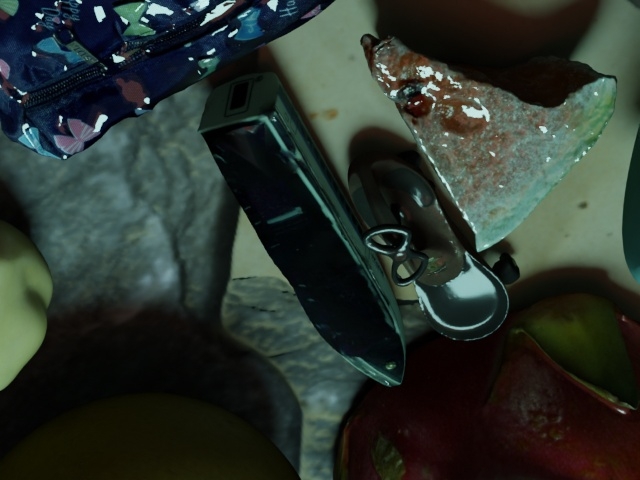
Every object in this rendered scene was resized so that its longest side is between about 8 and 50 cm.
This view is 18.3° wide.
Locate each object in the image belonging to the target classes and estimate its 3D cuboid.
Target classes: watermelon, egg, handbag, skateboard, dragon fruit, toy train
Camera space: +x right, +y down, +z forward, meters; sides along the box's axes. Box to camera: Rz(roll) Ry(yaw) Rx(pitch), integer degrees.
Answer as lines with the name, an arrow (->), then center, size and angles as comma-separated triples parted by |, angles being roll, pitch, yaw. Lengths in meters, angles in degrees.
watermelon -> 0.079, -0.066, 1.189 | 0.158, 0.098, 0.121 | 7, 111, -20
egg -> -0.131, 0.253, 1.279 | 0.250, 0.250, 0.322 | 25, 95, -25
handbag -> -0.097, -0.154, 1.080 | 0.260, 0.113, 0.162 | -29, 119, 15
skateboard -> 0.065, 0.009, 1.247 | 0.067, 0.080, 0.151 | -28, 124, 20
dragon fruit -> 0.166, 0.210, 1.327 | 0.305, 0.226, 0.305 | -5, 130, -6
toy train -> 0.000, 0.001, 1.253 | 0.055, 0.048, 0.252 | -15, 132, 16

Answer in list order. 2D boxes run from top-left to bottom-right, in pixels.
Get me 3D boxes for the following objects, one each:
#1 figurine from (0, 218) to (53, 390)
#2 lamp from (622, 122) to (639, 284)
figurine -> -0.258, 0.022, 1.196 | 0.196, 0.108, 0.114 | 18, 119, -14
lamp -> 0.247, -0.085, 1.133 | 0.147, 0.209, 0.284 | -4, 106, -2
